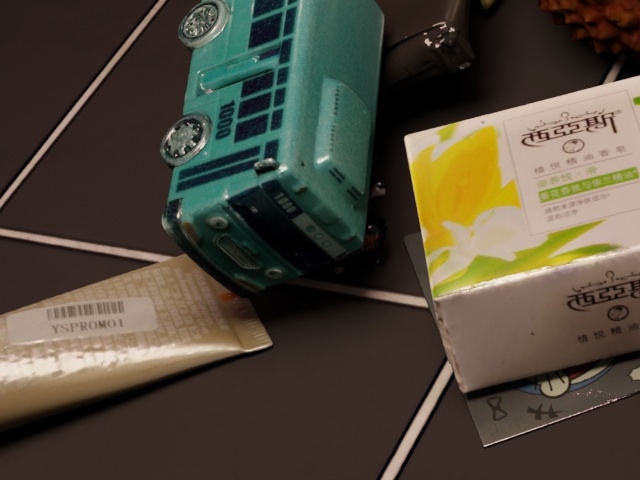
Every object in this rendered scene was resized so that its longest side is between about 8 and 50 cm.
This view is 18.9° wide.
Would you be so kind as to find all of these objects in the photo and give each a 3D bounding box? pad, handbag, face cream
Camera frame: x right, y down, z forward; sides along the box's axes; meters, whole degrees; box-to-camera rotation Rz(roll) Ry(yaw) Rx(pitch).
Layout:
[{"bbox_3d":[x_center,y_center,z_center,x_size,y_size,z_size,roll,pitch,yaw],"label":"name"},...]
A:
[{"bbox_3d":[0.167,0.046,1.465,0.170,0.006,0.245,-20,41,1],"label":"pad"},{"bbox_3d":[0.035,-0.204,1.698,0.223,0.080,0.247,-20,46,21],"label":"handbag"},{"bbox_3d":[-0.219,0.094,1.524,0.341,0.084,0.137,-19,41,-11],"label":"face cream"}]

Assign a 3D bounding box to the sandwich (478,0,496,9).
[{"bbox_3d":[0.145,-0.313,1.806,0.088,0.090,0.244,-24,40,-1],"label":"sandwich"}]

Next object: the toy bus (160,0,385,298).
[{"bbox_3d":[-0.031,-0.097,1.508,0.147,0.128,0.256,-18,49,29],"label":"toy bus"}]

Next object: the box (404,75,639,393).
[{"bbox_3d":[0.204,-0.014,1.429,0.260,0.111,0.194,-16,40,7],"label":"box"}]

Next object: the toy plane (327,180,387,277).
[{"bbox_3d":[0.000,0.000,1.544,0.145,0.060,0.037,-18,38,27],"label":"toy plane"}]

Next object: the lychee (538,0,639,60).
[{"bbox_3d":[0.273,-0.298,1.601,0.275,0.276,0.304,-8,73,14],"label":"lychee"}]
